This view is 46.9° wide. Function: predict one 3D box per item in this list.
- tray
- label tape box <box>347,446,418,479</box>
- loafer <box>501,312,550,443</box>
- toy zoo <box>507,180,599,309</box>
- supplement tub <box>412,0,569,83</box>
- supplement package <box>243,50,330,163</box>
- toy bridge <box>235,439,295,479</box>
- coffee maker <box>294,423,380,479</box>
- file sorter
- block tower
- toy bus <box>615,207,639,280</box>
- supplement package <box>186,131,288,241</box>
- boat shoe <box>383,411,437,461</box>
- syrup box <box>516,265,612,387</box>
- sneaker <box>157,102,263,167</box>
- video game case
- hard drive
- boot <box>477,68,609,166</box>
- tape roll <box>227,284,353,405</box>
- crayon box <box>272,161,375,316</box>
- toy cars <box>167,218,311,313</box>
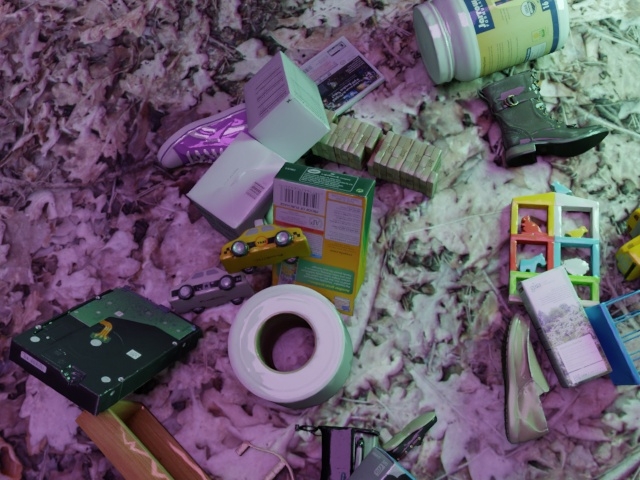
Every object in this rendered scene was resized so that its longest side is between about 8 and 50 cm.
[{"bbox_3d":[-0.301,0.488,1.495,0.411,0.203,0.076,42,87,20],"label":"tray"},{"bbox_3d":[0.096,0.606,1.383,0.249,0.115,0.347,44,77,-15],"label":"label tape box"},{"bbox_3d":[0.426,0.285,1.530,0.092,0.102,0.268,1,79,7],"label":"loafer"},{"bbox_3d":[0.522,0.006,1.652,0.193,0.030,0.293,3,70,9],"label":"toy zoo"},{"bbox_3d":[0.400,-0.514,1.760,0.317,0.228,0.228,-19,68,1],"label":"supplement tub"},{"bbox_3d":[-0.084,-0.311,1.727,0.134,0.139,0.244,-40,32,19],"label":"supplement package"},{"bbox_3d":[-0.095,0.490,1.562,0.188,0.026,0.063,41,79,19],"label":"toy bridge"},{"bbox_3d":[0.035,0.475,1.511,0.171,0.120,0.178,-4,67,24],"label":"coffee maker"},{"bbox_3d":[0.629,0.197,1.504,0.105,0.118,0.170,-21,79,-4],"label":"file sorter"},{"bbox_3d":[0.129,-0.212,1.759,0.336,0.091,0.097,24,75,15],"label":"block tower"},{"bbox_3d":[0.788,-0.041,1.589,0.333,0.108,0.130,-26,68,-2],"label":"toy bus"},{"bbox_3d":[-0.166,-0.100,1.699,0.149,0.203,0.194,35,79,18],"label":"supplement package"},{"bbox_3d":[0.194,0.409,1.544,0.133,0.049,0.042,-36,97,-13],"label":"boat shoe"},{"bbox_3d":[0.502,0.179,1.534,0.093,0.096,0.236,-23,76,4],"label":"syrup box"},{"bbox_3d":[-0.252,-0.218,1.813,0.282,0.102,0.161,-27,71,-2],"label":"sneaker"},{"bbox_3d":[0.037,-0.412,1.885,0.190,0.022,0.173,-37,69,-7],"label":"video game case"},{"bbox_3d":[-0.447,0.220,1.574,0.237,0.339,0.064,27,118,16],"label":"hard drive"},{"bbox_3d":[0.520,-0.306,1.738,0.263,0.091,0.228,-11,69,6],"label":"boot"},{"bbox_3d":[-0.059,0.229,1.572,0.246,0.169,0.245,-3,73,9],"label":"tape roll"},{"bbox_3d":[0.000,0.000,1.627,0.203,0.322,0.083,13,36,12],"label":"crayon box"},{"bbox_3d":[-0.186,0.053,1.626,0.394,0.177,0.087,-36,53,38],"label":"toy cars"}]
